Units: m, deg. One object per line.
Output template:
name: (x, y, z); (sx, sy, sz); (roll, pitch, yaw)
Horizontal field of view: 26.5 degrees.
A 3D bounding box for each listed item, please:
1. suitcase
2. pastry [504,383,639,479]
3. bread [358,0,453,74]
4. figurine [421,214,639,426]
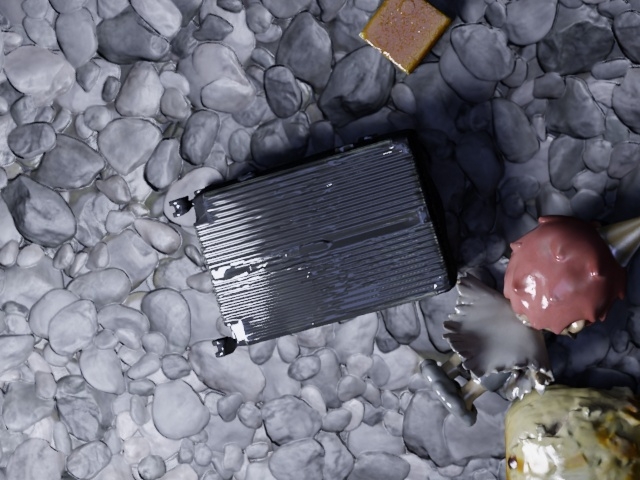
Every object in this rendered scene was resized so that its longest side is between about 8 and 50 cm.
suitcase: (0.000, 0.000, 1.817); (0.335, 0.152, 0.229); (-16, 96, 13)
pastry: (0.357, 0.324, 1.791); (0.237, 0.170, 0.255); (-1, 103, 14)
bread: (0.114, -0.284, 1.813); (0.090, 0.035, 0.094); (39, 103, 3)
figurine: (0.296, 0.076, 1.784); (0.387, 0.166, 0.207); (-45, 45, 10)
